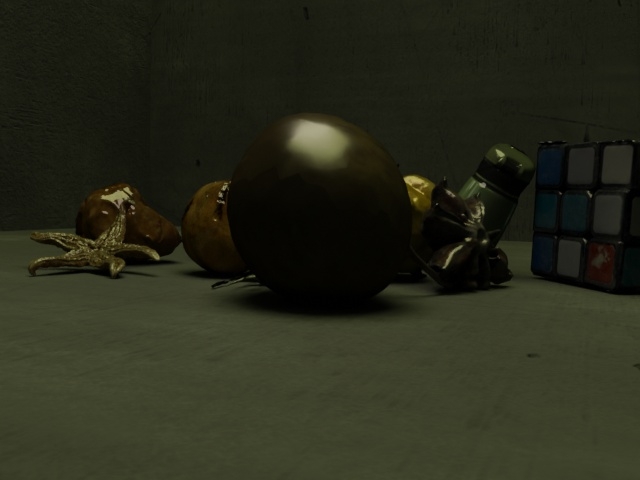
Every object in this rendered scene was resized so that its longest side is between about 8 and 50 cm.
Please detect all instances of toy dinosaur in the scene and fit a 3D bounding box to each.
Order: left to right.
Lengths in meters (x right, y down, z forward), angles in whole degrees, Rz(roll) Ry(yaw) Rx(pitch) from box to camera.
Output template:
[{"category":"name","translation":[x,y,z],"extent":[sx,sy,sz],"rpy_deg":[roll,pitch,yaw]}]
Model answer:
[{"category":"toy dinosaur","translation":[-0.117,0.082,1.502],"extent":[0.180,0.037,0.058],"rpy_deg":[7,-24,-36]}]

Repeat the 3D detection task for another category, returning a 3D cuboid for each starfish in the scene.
[{"category":"starfish","translation":[-0.550,0.010,1.691],"extent":[0.374,0.094,0.327],"rpy_deg":[4,34,9]}]

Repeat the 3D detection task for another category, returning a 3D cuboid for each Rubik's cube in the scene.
[{"category":"Rubik's cube","translation":[0.759,-0.060,1.684],"extent":[0.363,0.359,0.362],"rpy_deg":[3,1,-20]}]

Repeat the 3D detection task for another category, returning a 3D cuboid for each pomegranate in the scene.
[{"category":"pomegranate","translation":[-0.217,-0.035,1.704],"extent":[0.260,0.261,0.260],"rpy_deg":[1,3,0]}]

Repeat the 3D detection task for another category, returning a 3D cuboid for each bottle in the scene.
[{"category":"bottle","translation":[0.433,-0.089,1.822],"extent":[0.168,0.347,0.168],"rpy_deg":[27,17,-9]}]

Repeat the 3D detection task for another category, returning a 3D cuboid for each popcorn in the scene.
[{"category":"popcorn","translation":[0.181,-0.025,1.690],"extent":[0.297,0.281,0.316],"rpy_deg":[-31,-17,19]}]

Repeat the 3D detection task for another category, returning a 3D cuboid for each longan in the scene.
[{"category":"longan","translation":[-0.003,-0.050,1.294],"extent":[0.336,0.405,0.404],"rpy_deg":[-36,10,-7]}]

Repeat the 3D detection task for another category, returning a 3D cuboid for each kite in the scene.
[{"category":"kite","translation":[-0.149,0.064,1.543],"extent":[0.152,0.015,0.285],"rpy_deg":[-32,-4,17]}]

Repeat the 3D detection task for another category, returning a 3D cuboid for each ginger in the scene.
[{"category":"ginger","translation":[-0.545,-0.027,1.909],"extent":[0.223,0.269,0.200],"rpy_deg":[-45,16,-22]}]

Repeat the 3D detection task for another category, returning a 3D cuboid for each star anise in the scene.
[{"category":"star anise","translation":[0.295,0.002,1.534],"extent":[0.139,0.316,0.359],"rpy_deg":[-31,-59,36]}]
